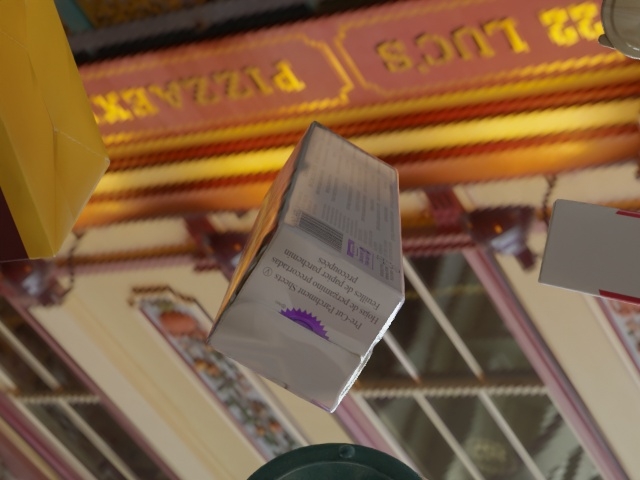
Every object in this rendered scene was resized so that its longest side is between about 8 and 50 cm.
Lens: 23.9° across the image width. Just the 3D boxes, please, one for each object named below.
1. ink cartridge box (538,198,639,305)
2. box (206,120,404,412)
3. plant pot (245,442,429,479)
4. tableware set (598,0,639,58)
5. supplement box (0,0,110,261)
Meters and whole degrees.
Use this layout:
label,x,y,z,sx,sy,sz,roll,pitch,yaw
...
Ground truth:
label,x,y,z,sx,sy,sz,roll,pitch,yaw
ink cartridge box,0.379,0.026,1.673,0.172,0.237,0.100,13,-88,39
box,0.000,0.000,0.776,0.063,0.067,0.324,-58,-175,11
plant pot,0.013,0.283,1.191,0.293,0.196,0.293,-1,-131,1
tableware set,0.265,-0.206,1.080,0.141,0.168,0.020,-1,-174,-13
supplement box,-0.278,-0.090,1.037,0.194,0.191,0.129,-6,-149,16
